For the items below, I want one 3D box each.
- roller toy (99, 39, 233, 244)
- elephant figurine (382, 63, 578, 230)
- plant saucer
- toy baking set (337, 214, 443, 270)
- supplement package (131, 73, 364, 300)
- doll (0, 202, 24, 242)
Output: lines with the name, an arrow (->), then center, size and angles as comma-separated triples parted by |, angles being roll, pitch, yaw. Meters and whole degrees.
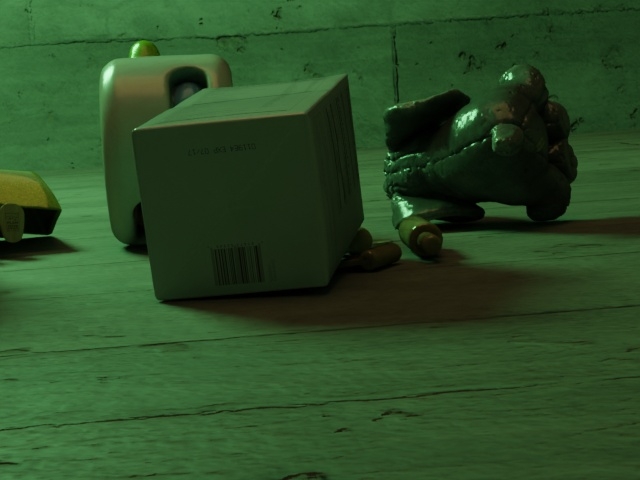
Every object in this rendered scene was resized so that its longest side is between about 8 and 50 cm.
roller toy -> -0.146, -0.091, 1.631 | 0.146, 0.209, 0.191 | -3, 19, -4
elephant figurine -> 0.129, -0.074, 1.634 | 0.239, 0.186, 0.169 | -12, 44, 27
plant saucer -> -0.378, -0.046, 1.719 | 0.188, 0.045, 0.188 | 3, -9, -13
toy baking set -> 0.007, 0.000, 1.414 | 0.197, 0.030, 0.256 | -4, 6, 1
supplement package -> -0.049, -0.050, 1.287 | 0.139, 0.134, 0.244 | -5, 12, 10
doll -> -0.379, -0.007, 1.657 | 0.129, 0.046, 0.189 | -11, 3, -42
